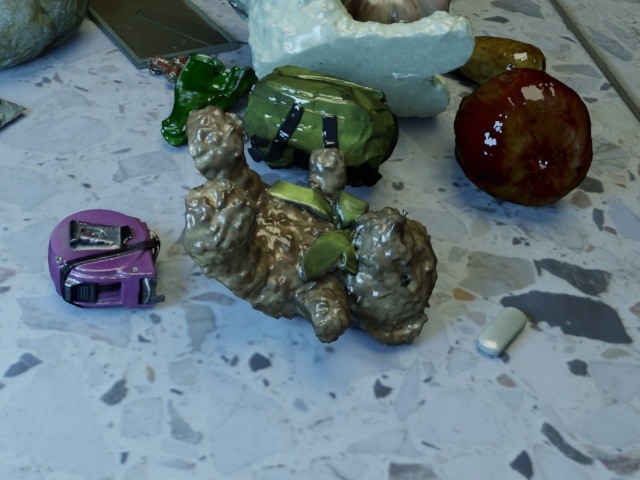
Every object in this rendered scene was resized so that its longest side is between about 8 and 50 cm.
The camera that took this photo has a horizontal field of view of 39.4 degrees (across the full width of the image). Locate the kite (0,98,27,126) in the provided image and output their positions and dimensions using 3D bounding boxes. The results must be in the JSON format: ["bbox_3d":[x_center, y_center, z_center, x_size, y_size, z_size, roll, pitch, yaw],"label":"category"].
[{"bbox_3d":[-0.519,-0.165,1.184,0.250,0.012,0.229,-7,40,-20],"label":"kite"}]

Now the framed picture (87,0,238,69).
[{"bbox_3d":[-0.275,-0.364,1.470,0.184,0.016,0.250,-20,50,-32],"label":"framed picture"}]

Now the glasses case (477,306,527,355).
[{"bbox_3d":[0.212,0.105,1.040,0.032,0.021,0.083,32,44,22],"label":"glasses case"}]

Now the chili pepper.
[{"bbox_3d":[-0.170,-0.205,1.280,0.108,0.062,0.216,16,40,14],"label":"chili pepper"}]

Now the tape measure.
[{"bbox_3d":[-0.237,0.019,0.990,0.125,0.074,0.118,-2,41,-18],"label":"tape measure"}]

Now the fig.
[{"bbox_3d":[0.249,-0.143,1.275,0.191,0.190,0.290,-11,9,-25],"label":"fig"}]

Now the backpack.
[{"bbox_3d":[-0.004,-0.144,1.146,0.207,0.140,0.253,14,8,3],"label":"backpack"}]

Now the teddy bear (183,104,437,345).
[{"bbox_3d":[-0.001,-0.006,0.949,0.223,0.296,0.246,-12,51,10],"label":"teddy bear"}]

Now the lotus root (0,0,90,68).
[{"bbox_3d":[-0.452,-0.349,1.300,0.175,0.175,0.349,27,40,17],"label":"lotus root"}]

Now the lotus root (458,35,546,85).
[{"bbox_3d":[0.281,-0.294,1.469,0.191,0.094,0.108,26,7,24],"label":"lotus root"}]

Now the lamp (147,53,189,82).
[{"bbox_3d":[-0.213,-0.263,1.360,0.083,0.031,0.063,-24,53,-39],"label":"lamp"}]

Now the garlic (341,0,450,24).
[{"bbox_3d":[0.119,-0.435,1.545,0.245,0.160,0.244,-2,72,5],"label":"garlic"}]

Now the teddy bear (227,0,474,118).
[{"bbox_3d":[0.009,-0.388,1.329,0.376,0.327,0.362,-1,65,-10],"label":"teddy bear"}]
